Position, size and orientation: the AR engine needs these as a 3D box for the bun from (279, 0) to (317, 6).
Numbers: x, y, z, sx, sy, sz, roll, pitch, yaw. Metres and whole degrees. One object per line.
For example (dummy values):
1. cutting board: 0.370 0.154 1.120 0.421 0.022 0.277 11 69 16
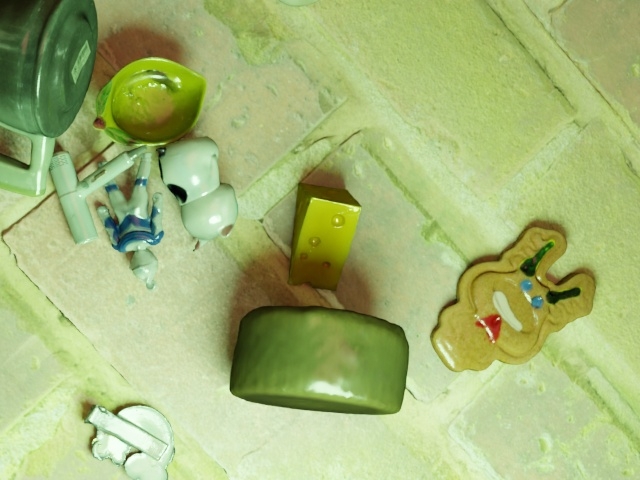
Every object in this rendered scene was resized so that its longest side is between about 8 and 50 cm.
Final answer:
1. bun: -0.034 -0.485 2.027 0.138 0.094 0.138 2 83 -12

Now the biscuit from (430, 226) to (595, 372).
1. biscuit: 0.347 0.118 2.092 0.334 0.047 0.202 -32 93 -16

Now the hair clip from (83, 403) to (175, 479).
1. hair clip: -0.304 0.323 1.882 0.172 0.049 0.116 33 81 -13

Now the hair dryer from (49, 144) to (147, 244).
1. hair dryer: -0.345 -0.092 1.877 0.183 0.044 0.154 -19 90 17

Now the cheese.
1. cheese: 0.000 0.000 1.997 0.093 0.126 0.171 7 102 -14

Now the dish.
1. dish: -0.289 -0.222 1.930 0.208 0.080 0.148 -23 90 -19

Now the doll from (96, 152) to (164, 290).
1. doll: -0.309 -0.027 1.916 0.114 0.057 0.227 -11 85 4

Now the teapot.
1. teapot: -0.492 -0.268 1.825 0.240 0.321 0.239 14 43 7

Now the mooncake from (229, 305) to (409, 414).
1. mooncake: 0.000 0.193 1.864 0.285 0.284 0.155 12 75 -15

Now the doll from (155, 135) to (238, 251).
1. doll: -0.200 -0.087 1.926 0.107 0.110 0.180 -32 99 -38
